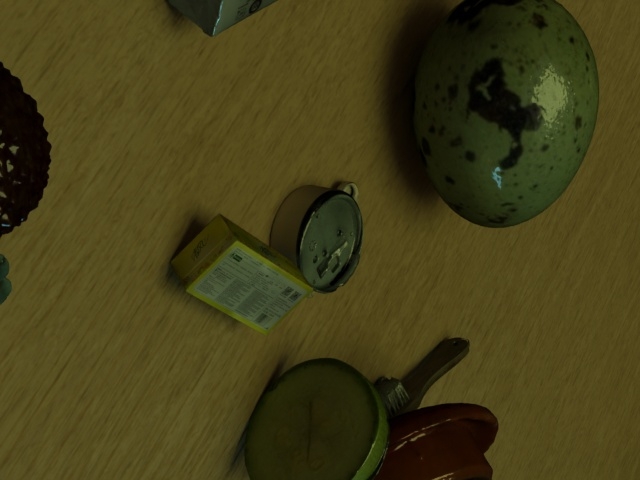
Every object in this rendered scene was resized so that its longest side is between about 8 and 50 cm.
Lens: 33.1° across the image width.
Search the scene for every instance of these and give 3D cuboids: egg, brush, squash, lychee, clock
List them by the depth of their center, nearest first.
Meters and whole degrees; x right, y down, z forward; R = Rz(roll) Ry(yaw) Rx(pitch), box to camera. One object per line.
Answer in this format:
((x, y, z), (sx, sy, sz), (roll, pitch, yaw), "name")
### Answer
((-0.364, -0.084, 0.968), (0.236, 0.236, 0.271), (-25, 98, -45), "lychee")
((-0.011, 0.267, 1.494), (0.041, 0.219, 0.219), (46, 64, -50), "squash")
((0.000, 0.000, 1.558), (0.229, 0.063, 0.155), (-48, 132, -30), "clock")
((0.285, -0.203, 1.677), (0.287, 0.287, 0.379), (-33, 137, -42), "egg")
((0.149, 0.238, 1.807), (0.327, 0.070, 0.065), (-35, 115, -41), "brush")

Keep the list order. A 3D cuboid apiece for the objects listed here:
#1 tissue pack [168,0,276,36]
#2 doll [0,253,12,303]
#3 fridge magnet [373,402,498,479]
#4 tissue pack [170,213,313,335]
((-0.091, -0.382, 1.305), (0.229, 0.145, 0.159), (-39, 160, -37), "tissue pack")
((-0.379, 0.077, 1.102), (0.180, 0.075, 0.120), (-31, 126, -42), "doll")
((0.114, 0.368, 1.622), (0.363, 0.155, 0.363), (-23, 150, -14), "fridge magnet")
((-0.102, 0.047, 1.416), (0.095, 0.062, 0.176), (-44, 138, 10), "tissue pack")
